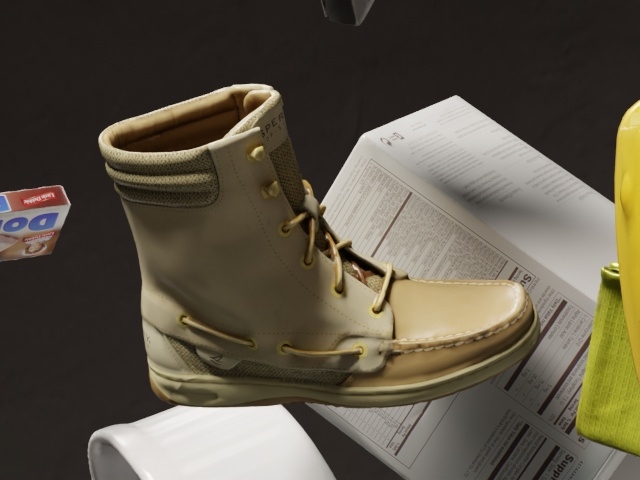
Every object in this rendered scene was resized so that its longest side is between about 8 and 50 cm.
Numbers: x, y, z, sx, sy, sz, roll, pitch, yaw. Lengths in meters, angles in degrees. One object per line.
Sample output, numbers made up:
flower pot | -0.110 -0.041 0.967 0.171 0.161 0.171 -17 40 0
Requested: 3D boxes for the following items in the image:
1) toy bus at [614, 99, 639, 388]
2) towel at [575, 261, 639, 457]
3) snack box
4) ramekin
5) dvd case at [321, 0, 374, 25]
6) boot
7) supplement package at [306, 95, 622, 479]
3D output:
toy bus | 0.204 0.008 0.483 0.220 0.211 0.149 -11 92 -4
towel | 0.236 0.085 0.975 0.237 0.021 0.102 16 100 38
snack box | -0.274 -0.004 1.403 0.178 0.064 0.022 -9 57 -30
ramekin | -0.063 0.250 1.534 0.135 0.277 0.277 -25 79 -19
dvd case | 0.047 -0.284 1.251 0.030 0.179 0.238 14 59 21
boot | 0.000 0.000 1.228 0.262 0.095 0.203 -4 118 13
supplement package | 0.123 0.059 1.399 0.263 0.199 0.198 36 114 13
